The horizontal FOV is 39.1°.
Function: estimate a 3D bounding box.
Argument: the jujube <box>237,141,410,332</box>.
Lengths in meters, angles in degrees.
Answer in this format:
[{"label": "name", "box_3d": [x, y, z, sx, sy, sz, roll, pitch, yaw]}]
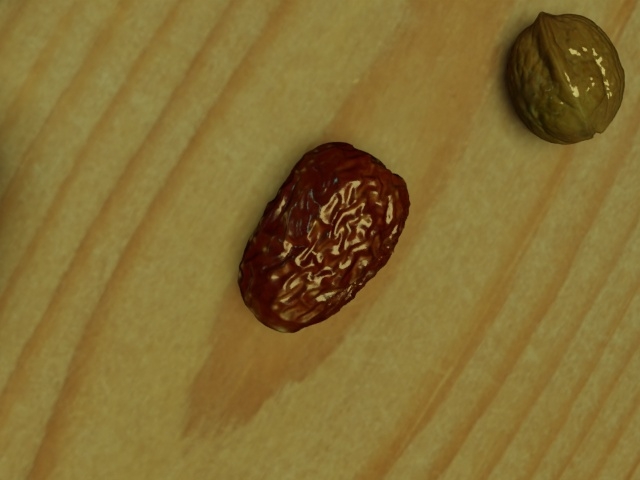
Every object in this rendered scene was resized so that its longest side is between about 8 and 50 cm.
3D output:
[{"label": "jujube", "box_3d": [0.000, 0.000, 0.795, 0.112, 0.109, 0.176, 38, 98, 21]}]

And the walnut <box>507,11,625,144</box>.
[{"label": "walnut", "box_3d": [0.222, -0.149, 0.824, 0.105, 0.105, 0.124, -27, 98, -8]}]
